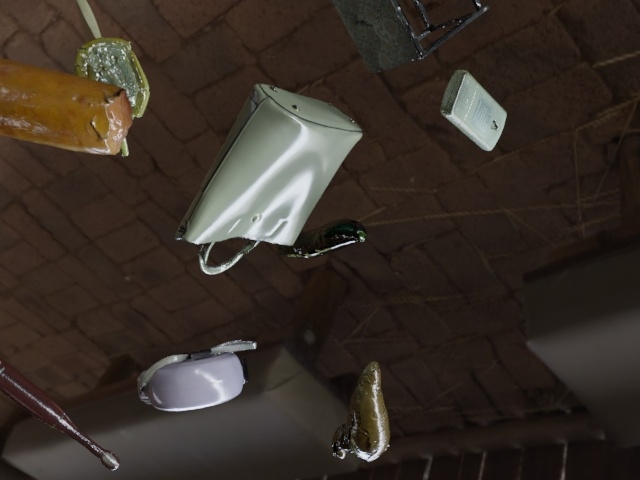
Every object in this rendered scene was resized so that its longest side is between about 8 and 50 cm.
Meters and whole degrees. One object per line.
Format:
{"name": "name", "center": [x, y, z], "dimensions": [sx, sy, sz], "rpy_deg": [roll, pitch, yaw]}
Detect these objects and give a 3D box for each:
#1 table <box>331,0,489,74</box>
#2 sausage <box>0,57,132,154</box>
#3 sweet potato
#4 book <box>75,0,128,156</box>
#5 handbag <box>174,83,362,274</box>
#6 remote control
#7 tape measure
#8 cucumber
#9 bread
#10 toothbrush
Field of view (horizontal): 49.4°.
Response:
{"name": "table", "center": [0.202, -0.652, 1.773], "dimensions": [0.222, 0.272, 0.335], "rpy_deg": [3, 128, 59]}
{"name": "sausage", "center": [-0.381, -0.176, 0.892], "dimensions": [0.271, 0.108, 0.108], "rpy_deg": [13, 137, 6]}
{"name": "sweet potato", "center": [0.090, 0.381, 1.414], "dimensions": [0.124, 0.098, 0.310], "rpy_deg": [57, 151, 34]}
{"name": "book", "center": [-0.568, -0.420, 1.829], "dimensions": [0.035, 0.239, 0.352], "rpy_deg": [-16, 137, -18]}
{"name": "handbag", "center": [-0.080, -0.060, 1.010], "dimensions": [0.109, 0.241, 0.315], "rpy_deg": [41, 112, 31]}
{"name": "remote control", "center": [0.321, -0.268, 1.450], "dimensions": [0.038, 0.098, 0.233], "rpy_deg": [22, -179, 38]}
{"name": "tape measure", "center": [-0.229, 0.250, 1.298], "dimensions": [0.178, 0.196, 0.105], "rpy_deg": [-9, 87, 37]}
{"name": "cucumber", "center": [0.000, 0.000, 1.154], "dimensions": [0.056, 0.056, 0.284], "rpy_deg": [43, 156, -19]}
{"name": "bread", "center": [-0.366, -0.279, 1.228], "dimensions": [0.156, 0.118, 0.064], "rpy_deg": [63, 161, -3]}
{"name": "toothbrush", "center": [-0.472, 0.256, 1.135], "dimensions": [0.364, 0.041, 0.041], "rpy_deg": [40, 136, -5]}
